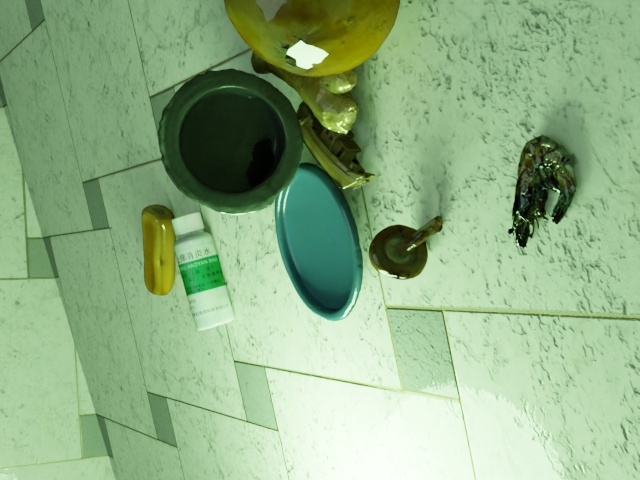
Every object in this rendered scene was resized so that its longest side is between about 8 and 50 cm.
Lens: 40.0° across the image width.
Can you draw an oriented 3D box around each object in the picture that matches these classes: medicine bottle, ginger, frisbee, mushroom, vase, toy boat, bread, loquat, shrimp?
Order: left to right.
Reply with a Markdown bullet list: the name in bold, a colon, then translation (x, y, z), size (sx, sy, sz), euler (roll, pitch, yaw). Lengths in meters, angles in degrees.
- **bread**: translation (-0.399, 0.024, 2.189), size (0.092, 0.074, 0.239), euler (28, 129, 30)
- **medicine bottle**: translation (-0.270, 0.068, 1.990), size (0.095, 0.095, 0.260), euler (-20, 85, 58)
- **vase**: translation (-0.178, -0.162, 1.581), size (0.291, 0.245, 0.245), euler (176, 80, -77)
- **ginger**: translation (-0.033, -0.271, 1.463), size (0.299, 0.065, 0.118), euler (38, 133, 44)
- **loquat**: translation (-0.012, -0.370, 1.277), size (0.263, 0.263, 0.263), euler (29, 126, 49)
- **frisbee**: translation (0.005, 0.000, 1.571), size (0.289, 0.049, 0.290), euler (36, 133, 50)
- **toy boat**: translation (0.024, -0.164, 1.467), size (0.206, 0.064, 0.072), euler (53, 125, 33)
- **mushroom**: translation (0.140, 0.008, 1.351), size (0.129, 0.073, 0.088), euler (-33, 74, 18)
- **shrimp**: translation (0.282, -0.053, 1.131), size (0.091, 0.034, 0.161), euler (37, 131, 44)
